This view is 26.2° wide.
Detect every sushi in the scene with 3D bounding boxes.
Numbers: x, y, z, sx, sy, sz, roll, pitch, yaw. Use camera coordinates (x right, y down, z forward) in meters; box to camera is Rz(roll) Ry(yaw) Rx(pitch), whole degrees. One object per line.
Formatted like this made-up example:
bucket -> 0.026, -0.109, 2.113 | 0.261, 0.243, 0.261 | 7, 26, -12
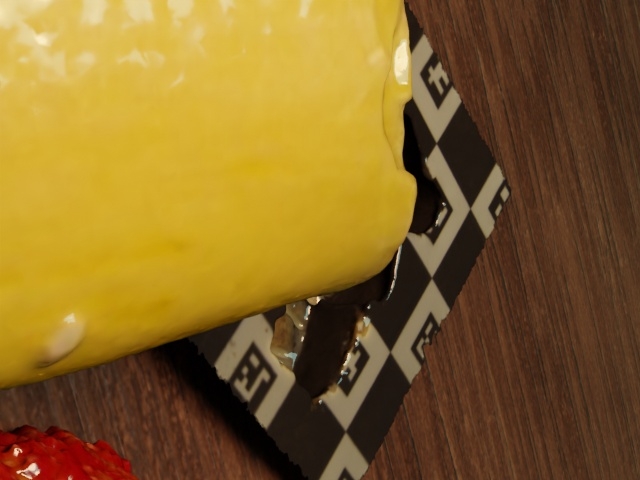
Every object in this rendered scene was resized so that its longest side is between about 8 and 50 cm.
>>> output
sushi -> 0.000, 0.000, 1.174 | 0.373, 0.100, 0.296 | -60, 136, -27

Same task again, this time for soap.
soap -> -0.135, -0.075, 0.677 | 0.427, 0.115, 0.306 | -7, 111, -39

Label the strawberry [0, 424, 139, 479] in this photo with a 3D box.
strawberry -> -0.175, 0.199, 0.859 | 0.236, 0.111, 0.190 | 35, 57, -44
